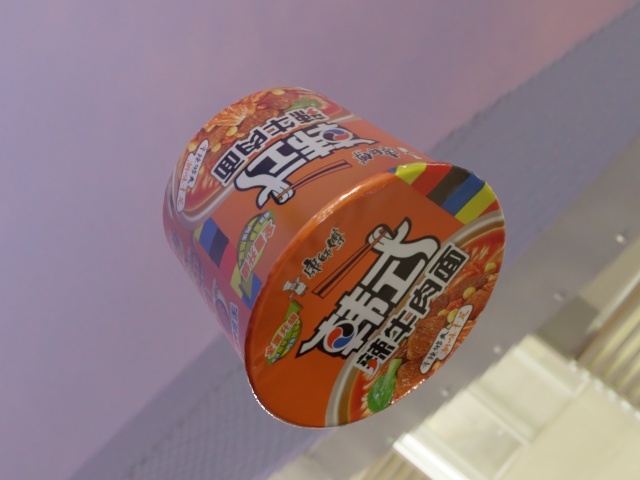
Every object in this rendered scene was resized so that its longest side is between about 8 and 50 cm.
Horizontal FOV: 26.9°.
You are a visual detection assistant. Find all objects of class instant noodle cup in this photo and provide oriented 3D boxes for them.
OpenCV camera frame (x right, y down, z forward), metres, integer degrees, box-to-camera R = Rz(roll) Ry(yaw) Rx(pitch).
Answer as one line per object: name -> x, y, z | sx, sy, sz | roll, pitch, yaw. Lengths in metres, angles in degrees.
instant noodle cup -> 0.000, 0.000, 1.111 | 0.250, 0.192, 0.250 | -21, -47, -25
